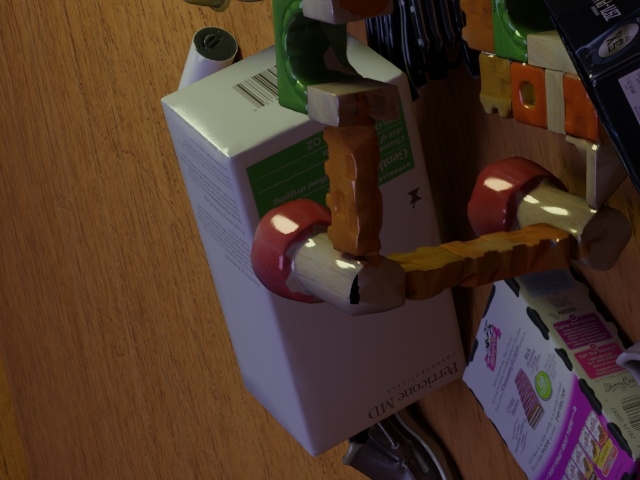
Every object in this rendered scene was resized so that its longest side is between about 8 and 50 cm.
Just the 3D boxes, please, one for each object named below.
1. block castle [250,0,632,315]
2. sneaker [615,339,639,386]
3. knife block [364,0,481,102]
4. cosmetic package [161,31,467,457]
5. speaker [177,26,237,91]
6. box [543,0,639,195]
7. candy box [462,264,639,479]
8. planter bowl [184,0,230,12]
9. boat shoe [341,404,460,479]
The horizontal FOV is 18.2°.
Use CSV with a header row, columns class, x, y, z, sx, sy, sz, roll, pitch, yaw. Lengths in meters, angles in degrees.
class,x,y,z,sx,sy,sz,roll,pitch,yaw
block castle,0.084,-0.181,1.622,0.213,0.303,0.453,25,123,60
sneaker,0.300,0.160,1.589,0.185,0.084,0.069,65,152,26
knife block,0.070,-0.274,1.857,0.276,0.088,0.242,59,149,33
cosmetic package,0.000,0.000,1.917,0.155,0.197,0.366,41,154,50
speaker,-0.139,-0.192,2.374,0.055,0.055,0.136,63,151,27
box,0.245,-0.097,1.456,0.180,0.077,0.147,59,-172,-31
candy box,0.224,0.147,1.759,0.233,0.071,0.159,57,149,35
planter bowl,-0.160,-0.315,1.914,0.217,0.090,0.217,164,90,-74
boat shoe,0.065,0.226,2.099,0.257,0.095,0.095,61,151,30
